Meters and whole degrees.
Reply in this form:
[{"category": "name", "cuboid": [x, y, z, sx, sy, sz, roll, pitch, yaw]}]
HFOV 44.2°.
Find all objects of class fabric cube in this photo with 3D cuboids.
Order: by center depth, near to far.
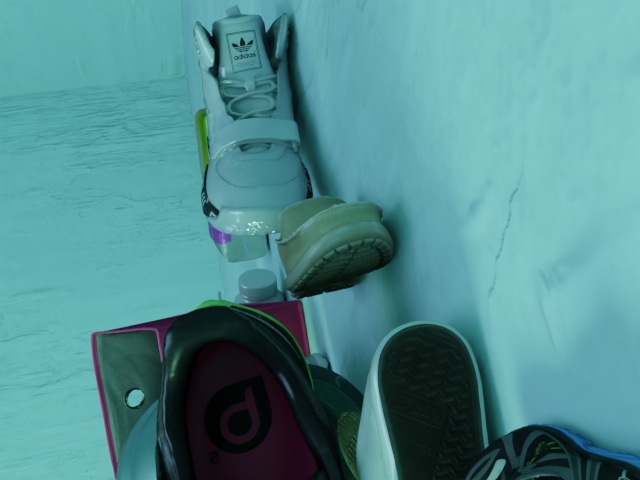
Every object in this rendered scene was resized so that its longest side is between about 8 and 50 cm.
[{"category": "fabric cube", "cuboid": [-0.186, 0.242, 1.274, 0.259, 0.258, 0.254, -11, 90, 52]}]

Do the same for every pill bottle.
[{"category": "pill bottle", "cuboid": [-0.110, 0.141, 1.452, 0.094, 0.094, 0.169, -118, 22, -59]}]

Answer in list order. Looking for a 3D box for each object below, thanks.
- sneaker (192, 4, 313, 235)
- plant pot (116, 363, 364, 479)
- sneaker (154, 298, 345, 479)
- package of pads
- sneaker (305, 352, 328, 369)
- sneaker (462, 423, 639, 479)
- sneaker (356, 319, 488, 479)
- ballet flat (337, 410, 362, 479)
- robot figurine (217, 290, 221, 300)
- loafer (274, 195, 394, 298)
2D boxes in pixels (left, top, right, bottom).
[{"category": "sneaker", "cuboid": [-0.093, -0.161, 0.985, 0.365, 0.138, 0.210, -105, 9, -60]}, {"category": "plant pot", "cuboid": [-0.049, 0.250, 0.864, 0.196, 0.293, 0.293, -45, 50, 42]}, {"category": "sneaker", "cuboid": [-0.041, 0.268, 0.612, 0.202, 0.185, 0.482, 71, 176, -69]}, {"category": "package of pads", "cuboid": [-0.184, -0.125, 1.608, 0.229, 0.101, 0.296, -140, 43, -71]}, {"category": "sneaker", "cuboid": [-0.022, 0.299, 1.076, 0.105, 0.115, 0.281, 100, 158, -59]}, {"category": "sneaker", "cuboid": [0.107, 0.133, 0.395, 0.188, 0.078, 0.067, 134, 126, -77]}, {"category": "sneaker", "cuboid": [0.081, 0.206, 0.560, 0.123, 0.106, 0.290, 107, 162, -78]}, {"category": "ballet flat", "cuboid": [0.071, 0.217, 0.723, 0.067, 0.073, 0.206, -62, 31, 24]}, {"category": "robot figurine", "cuboid": [-0.214, 0.293, 1.761, 0.300, 0.200, 0.353, 101, 167, -52]}, {"category": "loafer", "cuboid": [0.000, 0.000, 0.771, 0.268, 0.102, 0.092, 128, 126, -76]}]
